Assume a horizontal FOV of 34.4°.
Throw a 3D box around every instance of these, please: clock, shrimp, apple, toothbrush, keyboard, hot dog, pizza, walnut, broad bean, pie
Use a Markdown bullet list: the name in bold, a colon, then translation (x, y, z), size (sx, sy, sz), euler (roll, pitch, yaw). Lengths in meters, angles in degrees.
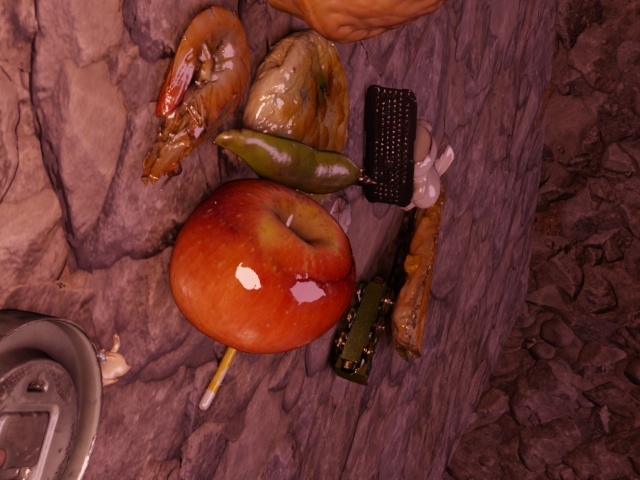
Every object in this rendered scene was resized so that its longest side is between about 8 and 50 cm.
- **clock**: translation (-0.352, 0.225, 1.129), size (0.312, 0.061, 0.312), euler (15, 90, -69)
- **shrimp**: translation (-0.164, -0.193, 1.328), size (0.152, 0.063, 0.287), euler (78, 30, -46)
- **apple**: translation (-0.080, 0.043, 1.451), size (0.206, 0.252, 0.272), euler (-54, 178, 24)
- **toothbrush**: translation (-0.129, 0.150, 1.694), size (0.021, 0.024, 0.288), euler (71, 39, -58)
- **keyboard**: translation (0.137, -0.181, 2.031), size (0.016, 0.106, 0.262), euler (-64, 158, -53)
- **hot dog**: translation (0.000, 0.000, 1.876), size (0.108, 0.059, 0.191), euler (43, 66, -51)
- **pizza**: translation (0.221, 0.118, 2.421), size (0.392, 0.080, 0.435), euler (89, 15, -51)
- **walnut**: translation (0.051, -0.417, 1.389), size (0.344, 0.306, 0.306), euler (-41, 140, -56)
- **broad bean**: translation (-0.032, -0.111, 1.546), size (0.339, 0.061, 0.077), euler (9, 126, -51)
- **pie**: translation (-0.030, -0.191, 1.649), size (0.337, 0.075, 0.337), euler (-45, 142, -51)

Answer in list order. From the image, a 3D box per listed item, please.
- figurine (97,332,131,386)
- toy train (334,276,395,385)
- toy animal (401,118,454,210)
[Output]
- **figurine**: translation (-0.281, 0.155, 1.300), size (0.083, 0.047, 0.050), euler (-38, 123, -47)
- **toy train**: translation (0.097, 0.192, 2.212), size (0.137, 0.090, 0.225), euler (78, 32, -64)
- **toy animal**: translation (0.195, -0.163, 2.167), size (0.193, 0.128, 0.178), euler (49, 56, -62)
